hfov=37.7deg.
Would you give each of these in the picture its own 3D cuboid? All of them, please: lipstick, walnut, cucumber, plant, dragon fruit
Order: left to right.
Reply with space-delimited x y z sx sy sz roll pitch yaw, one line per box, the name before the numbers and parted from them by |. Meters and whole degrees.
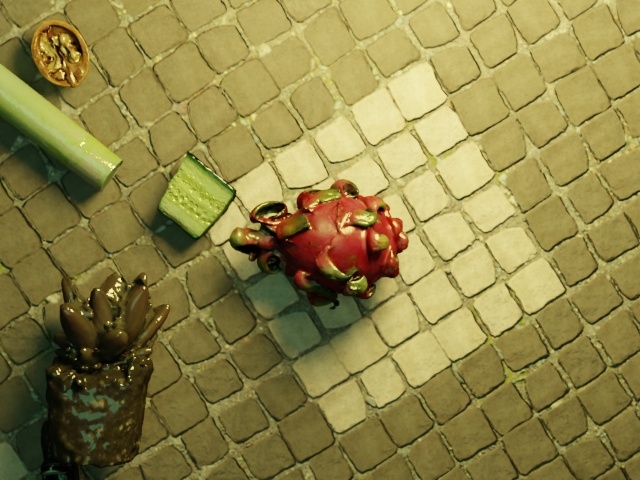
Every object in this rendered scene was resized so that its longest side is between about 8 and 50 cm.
lipstick | -0.481 -0.205 1.611 0.304 0.076 0.076 37 92 -5
walnut | -0.444 -0.319 1.614 0.091 0.052 0.121 -23 97 -3
plant | -0.363 0.213 1.592 0.194 0.181 0.321 5 93 -8
cucumber | -0.218 -0.078 1.642 0.115 0.062 0.116 39 99 -4
dragon fruit | 0.007 0.000 1.610 0.272 0.198 0.218 21 105 20

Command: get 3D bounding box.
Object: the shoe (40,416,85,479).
shoe | -0.460 0.395 1.645 0.071 0.099 0.169 -9 94 0
